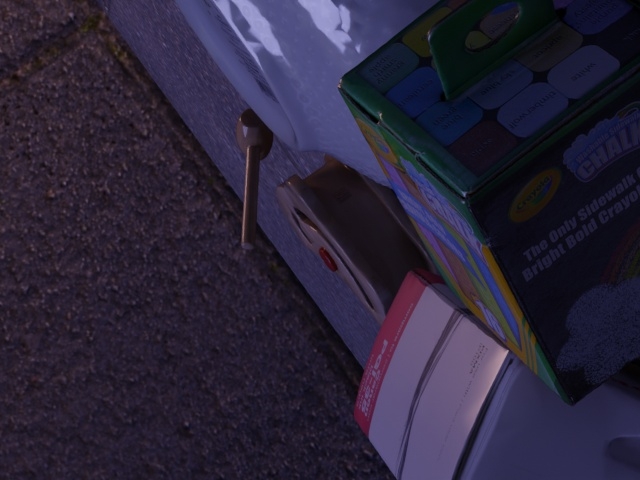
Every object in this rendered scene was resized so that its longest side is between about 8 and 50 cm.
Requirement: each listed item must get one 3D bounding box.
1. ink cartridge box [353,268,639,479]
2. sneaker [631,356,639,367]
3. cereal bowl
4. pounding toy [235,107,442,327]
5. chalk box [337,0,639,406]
[{"bbox_3d":[0.150,0.122,1.182,0.207,0.117,0.283,22,-175,-10],"label":"ink cartridge box"},{"bbox_3d":[0.172,0.038,1.174,0.098,0.083,0.223,44,176,-42],"label":"sneaker"},{"bbox_3d":[-0.003,-0.158,1.178,0.339,0.141,0.339,53,173,9],"label":"cereal bowl"},{"bbox_3d":[0.000,0.000,1.965,0.269,0.155,0.154,52,169,19],"label":"pounding toy"},{"bbox_3d":[0.107,-0.051,0.970,0.132,0.132,0.213,47,170,49],"label":"chalk box"}]
